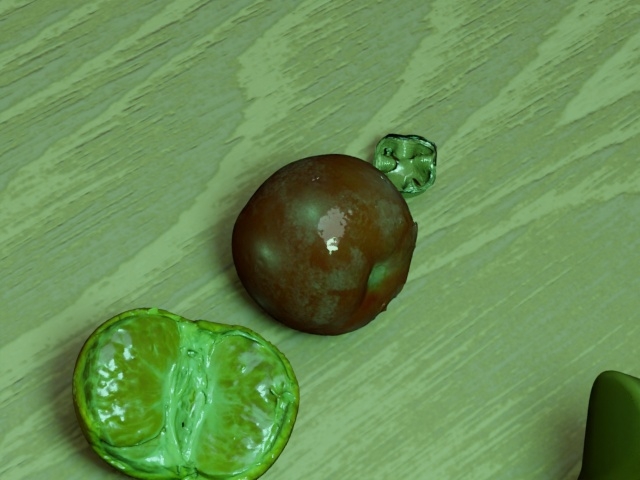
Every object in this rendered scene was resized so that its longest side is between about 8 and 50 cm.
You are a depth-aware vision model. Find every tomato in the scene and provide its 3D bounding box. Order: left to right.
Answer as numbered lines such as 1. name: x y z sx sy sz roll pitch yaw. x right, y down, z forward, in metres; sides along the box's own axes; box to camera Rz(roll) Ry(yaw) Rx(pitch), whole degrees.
1. tomato: 0.000 0.000 1.925 0.184 0.208 0.208 32 55 30

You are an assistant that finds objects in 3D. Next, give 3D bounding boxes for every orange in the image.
1. orange: -0.146 0.173 1.814 0.237 0.158 0.179 11 71 -8

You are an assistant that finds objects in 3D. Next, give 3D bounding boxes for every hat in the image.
1. hat: 0.100 -0.088 2.095 0.077 0.059 0.076 6 75 -6

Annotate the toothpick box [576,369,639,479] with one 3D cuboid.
1. toothpick box: 0.449 0.340 1.749 0.425 0.409 0.409 16 58 -9
